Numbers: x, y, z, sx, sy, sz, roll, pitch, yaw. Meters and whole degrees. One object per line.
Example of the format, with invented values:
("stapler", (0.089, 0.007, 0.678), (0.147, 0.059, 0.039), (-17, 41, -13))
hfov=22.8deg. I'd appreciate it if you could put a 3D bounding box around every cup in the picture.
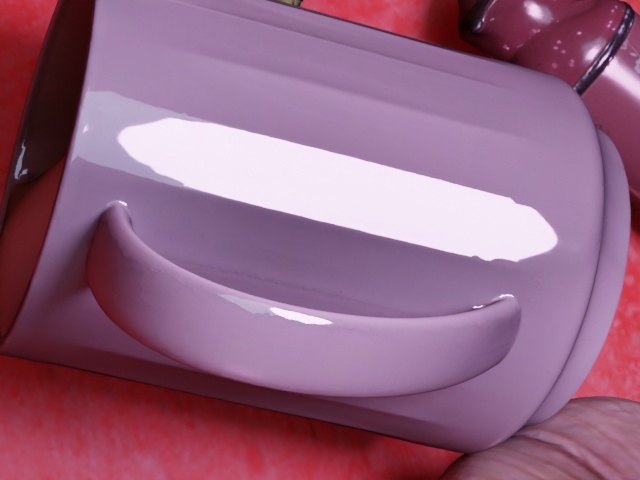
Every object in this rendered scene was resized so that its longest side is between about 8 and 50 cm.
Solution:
("cup", (0.000, 0.000, 0.890), (0.327, 0.323, 0.236), (14, 109, -17))

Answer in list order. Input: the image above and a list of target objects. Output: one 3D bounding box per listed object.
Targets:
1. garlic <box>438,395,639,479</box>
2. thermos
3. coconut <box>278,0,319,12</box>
("garlic", (0.184, 0.251, 0.970), (0.322, 0.241, 0.322), (3, 59, -4))
("thermos", (0.238, -0.094, 1.124), (0.330, 0.109, 0.136), (37, 67, -11))
("coconut", (-0.060, -0.135, 1.037), (0.158, 0.055, 0.133), (31, 67, -15))
